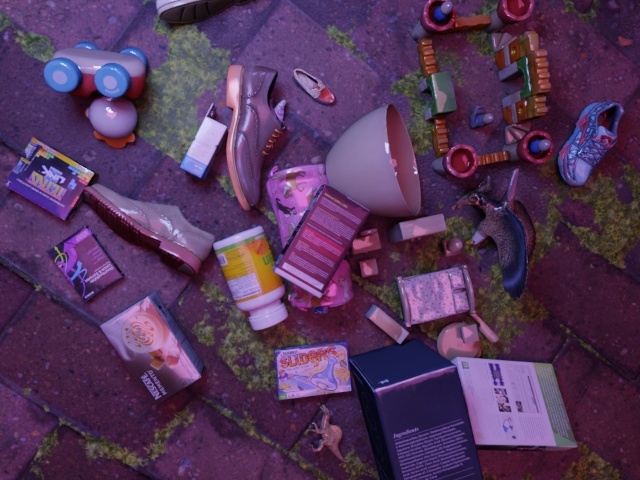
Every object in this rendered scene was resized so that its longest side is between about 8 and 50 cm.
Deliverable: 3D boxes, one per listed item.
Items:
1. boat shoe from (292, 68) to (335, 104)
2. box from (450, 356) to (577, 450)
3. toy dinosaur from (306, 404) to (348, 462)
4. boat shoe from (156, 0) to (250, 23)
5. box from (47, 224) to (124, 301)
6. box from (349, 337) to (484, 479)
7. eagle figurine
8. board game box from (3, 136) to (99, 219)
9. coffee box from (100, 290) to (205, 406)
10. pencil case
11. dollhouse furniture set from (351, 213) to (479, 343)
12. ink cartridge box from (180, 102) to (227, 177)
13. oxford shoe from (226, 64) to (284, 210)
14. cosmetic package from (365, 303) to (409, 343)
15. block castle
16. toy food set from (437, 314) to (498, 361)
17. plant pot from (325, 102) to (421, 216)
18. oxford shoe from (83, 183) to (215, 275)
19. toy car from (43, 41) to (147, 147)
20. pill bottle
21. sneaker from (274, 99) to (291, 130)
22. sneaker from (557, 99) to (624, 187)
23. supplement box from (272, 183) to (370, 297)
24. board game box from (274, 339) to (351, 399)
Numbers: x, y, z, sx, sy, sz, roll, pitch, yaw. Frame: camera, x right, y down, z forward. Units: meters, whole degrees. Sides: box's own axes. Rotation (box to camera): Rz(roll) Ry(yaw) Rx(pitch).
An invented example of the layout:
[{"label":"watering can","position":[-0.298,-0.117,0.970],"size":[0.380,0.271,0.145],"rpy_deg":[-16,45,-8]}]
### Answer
[{"label":"boat shoe","position":[-0.017,-0.409,1.389],"size":[0.137,0.043,0.049],"rpy_deg":[35,86,-9]},{"label":"box","position":[0.515,0.443,1.409],"size":[0.321,0.058,0.232],"rpy_deg":[8,55,-16]},{"label":"toy dinosaur","position":[0.019,0.551,1.432],"size":[0.092,0.053,0.183],"rpy_deg":[-20,95,-8]},{"label":"boat shoe","position":[-0.279,-0.640,1.315],"size":[0.302,0.113,0.103],"rpy_deg":[-25,94,-17]},{"label":"box","position":[-0.600,0.060,1.338],"size":[0.116,0.029,0.162],"rpy_deg":[-35,98,-5]},{"label":"box","position":[0.243,0.492,1.339],"size":[0.211,0.293,0.396],"rpy_deg":[-15,95,-7]},{"label":"eagle figurine","position":[0.494,-0.021,1.410],"size":[0.226,0.225,0.298],"rpy_deg":[-39,86,-15]},{"label":"board game box","position":[-0.674,-0.153,1.309],"size":[0.170,0.048,0.141],"rpy_deg":[31,87,-8]},{"label":"coffee box","position":[-0.424,0.274,1.336],"size":[0.141,0.098,0.247],"rpy_deg":[-31,96,-5]},{"label":"pencil case","position":[-0.027,-0.009,1.351],"size":[0.160,0.167,0.386],"rpy_deg":[-9,95,34]},{"label":"dollhouse furniture set","position":[0.261,0.125,1.365],"size":[0.303,0.174,0.356],"rpy_deg":[-11,87,-6]},{"label":"ink cartridge box","position":[-0.285,-0.248,1.328],"size":[0.060,0.104,0.180],"rpy_deg":[27,89,-8]},{"label":"oxford shoe","position":[-0.161,-0.256,1.315],"size":[0.132,0.130,0.364],"rpy_deg":[0,100,3]},{"label":"cosmetic package","position":[0.182,0.230,1.436],"size":[0.115,0.060,0.041],"rpy_deg":[40,87,-6]},{"label":"block castle","position":[0.429,-0.403,1.364],"size":[0.302,0.213,0.454],"rpy_deg":[-10,93,-7]},{"label":"toy food set","position":[0.394,0.297,1.484],"size":[0.192,0.038,0.132],"rpy_deg":[-41,90,1]},{"label":"plant pot","position":[0.124,-0.183,1.326],"size":[0.190,0.284,0.284],"rpy_deg":[-12,95,22]},{"label":"oxford shoe","position":[-0.432,-0.050,1.331],"size":[0.348,0.123,0.130],"rpy_deg":[35,61,-7]},{"label":"toy car","position":[-0.532,-0.335,1.272],"size":[0.210,0.219,0.238],"rpy_deg":[4,120,-8]},{"label":"pill bottle","position":[-0.171,0.098,1.343],"size":[0.136,0.136,0.246],"rpy_deg":[-21,95,-6]},{"label":"sneaker","position":[-0.103,-0.318,1.386],"size":[0.069,0.038,0.098],"rpy_deg":[35,97,-9]},{"label":"sneaker","position":[0.758,-0.275,1.458],"size":[0.104,0.125,0.262],"rpy_deg":[21,90,-8]},{"label":"supplement box","position":[0.000,0.000,1.241],"size":[0.130,0.073,0.239],"rpy_deg":[31,87,-10]},{"label":"board game box","position":[-0.021,0.353,1.426],"size":[0.201,0.035,0.136],"rpy_deg":[-6,93,-7]}]
